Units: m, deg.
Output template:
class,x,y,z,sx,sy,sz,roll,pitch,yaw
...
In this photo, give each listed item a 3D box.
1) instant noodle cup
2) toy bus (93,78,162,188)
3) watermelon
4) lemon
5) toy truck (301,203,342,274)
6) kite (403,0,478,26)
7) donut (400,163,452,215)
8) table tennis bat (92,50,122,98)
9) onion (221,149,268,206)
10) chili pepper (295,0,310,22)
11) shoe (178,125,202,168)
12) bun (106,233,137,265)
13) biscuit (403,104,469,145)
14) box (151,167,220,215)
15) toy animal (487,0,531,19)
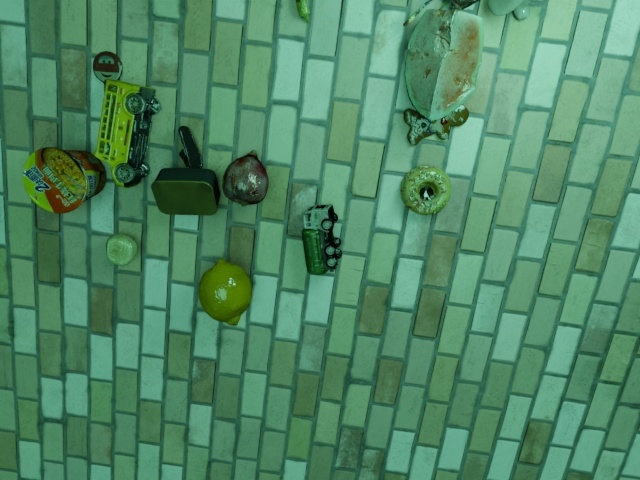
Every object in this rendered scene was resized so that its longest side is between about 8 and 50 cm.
class,x,y,z,sx,sy,sz,roll,pitch,yaw
instant noodle cup,-0.823,-0.208,1.532,0.214,0.174,0.213,1,106,4
toy bus,-0.629,-0.341,1.502,0.152,0.144,0.329,15,104,-1
watermelon,0.359,-0.512,1.382,0.224,0.180,0.304,12,108,12
lemon,-0.327,0.179,1.602,0.187,0.187,0.243,-7,107,5
toy truck,0.000,0.000,1.582,0.125,0.101,0.242,-1,108,16
kite,0.376,-0.712,1.383,0.285,0.015,0.152,-41,129,12
donut,0.350,-0.164,1.533,0.175,0.068,0.174,1,105,2
table tennis bat,-0.696,-0.537,1.519,0.098,0.019,0.154,7,102,1
onion,-0.241,-0.211,1.522,0.160,0.159,0.194,8,78,1
chili pepper,-0.049,-0.774,1.406,0.049,0.043,0.207,9,105,14
shoe,-0.444,-0.301,1.549,0.053,0.062,0.159,0,114,31
bun,-0.700,0.031,1.642,0.115,0.069,0.115,1,106,4
biscuit,0.374,-0.388,1.492,0.205,0.031,0.138,-12,104,5
box,-0.439,-0.165,1.541,0.201,0.090,0.144,1,136,4
toy animal,0.580,-0.761,1.271,0.174,0.289,0.248,23,84,-1
